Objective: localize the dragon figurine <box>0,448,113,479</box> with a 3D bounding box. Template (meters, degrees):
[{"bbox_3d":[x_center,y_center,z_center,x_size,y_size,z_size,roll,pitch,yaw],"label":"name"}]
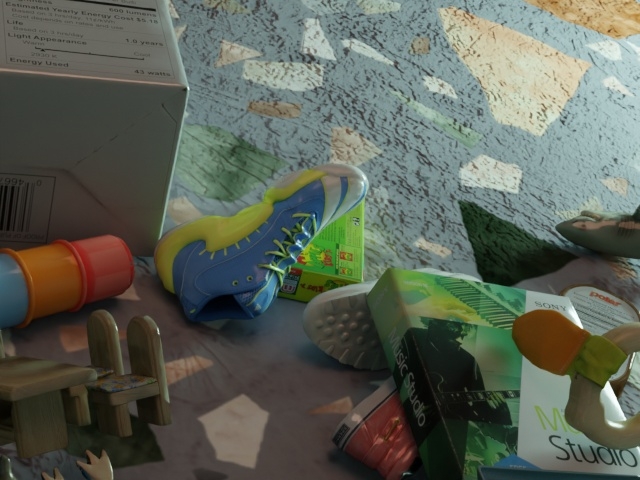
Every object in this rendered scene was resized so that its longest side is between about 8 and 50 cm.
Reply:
[{"bbox_3d":[-0.194,0.266,1.229,0.289,0.144,0.085,51,42,12],"label":"dragon figurine"}]

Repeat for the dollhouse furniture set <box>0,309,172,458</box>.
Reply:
[{"bbox_3d":[-0.278,0.087,1.278,0.212,0.161,0.242,-12,8,-35],"label":"dollhouse furniture set"}]

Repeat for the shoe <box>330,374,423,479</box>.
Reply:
[{"bbox_3d":[0.088,0.174,1.503,0.081,0.063,0.178,40,38,13],"label":"shoe"}]

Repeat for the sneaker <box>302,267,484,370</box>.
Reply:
[{"bbox_3d":[0.077,0.074,1.626,0.235,0.090,0.095,-1,26,-30],"label":"sneaker"}]

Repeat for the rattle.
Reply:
[{"bbox_3d":[0.304,0.136,1.503,0.200,0.130,0.143,4,-3,-30],"label":"rattle"}]

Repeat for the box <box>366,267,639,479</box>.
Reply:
[{"bbox_3d":[0.191,0.171,1.480,0.232,0.058,0.322,10,41,-29],"label":"box"}]

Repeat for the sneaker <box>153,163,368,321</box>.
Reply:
[{"bbox_3d":[-0.049,0.015,1.592,0.240,0.091,0.126,-24,59,5],"label":"sneaker"}]

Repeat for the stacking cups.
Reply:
[{"bbox_3d":[-0.322,0.046,1.468,0.316,0.096,0.096,-17,47,-38],"label":"stacking cups"}]

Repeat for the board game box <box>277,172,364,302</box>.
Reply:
[{"bbox_3d":[0.000,0.000,1.715,0.092,0.043,0.181,12,35,-6],"label":"board game box"}]

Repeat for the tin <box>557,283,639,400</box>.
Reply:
[{"bbox_3d":[0.297,0.112,1.694,0.106,0.040,0.189,26,35,5],"label":"tin"}]

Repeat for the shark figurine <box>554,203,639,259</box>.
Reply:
[{"bbox_3d":[0.440,0.001,1.827,0.166,0.278,0.116,19,64,-51],"label":"shark figurine"}]

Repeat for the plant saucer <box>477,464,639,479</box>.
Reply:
[{"bbox_3d":[0.223,0.235,1.369,0.192,0.018,0.067,7,43,-30],"label":"plant saucer"}]

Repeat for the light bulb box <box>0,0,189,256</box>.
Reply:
[{"bbox_3d":[-0.351,-0.184,1.662,0.358,0.225,0.361,4,36,-17],"label":"light bulb box"}]
